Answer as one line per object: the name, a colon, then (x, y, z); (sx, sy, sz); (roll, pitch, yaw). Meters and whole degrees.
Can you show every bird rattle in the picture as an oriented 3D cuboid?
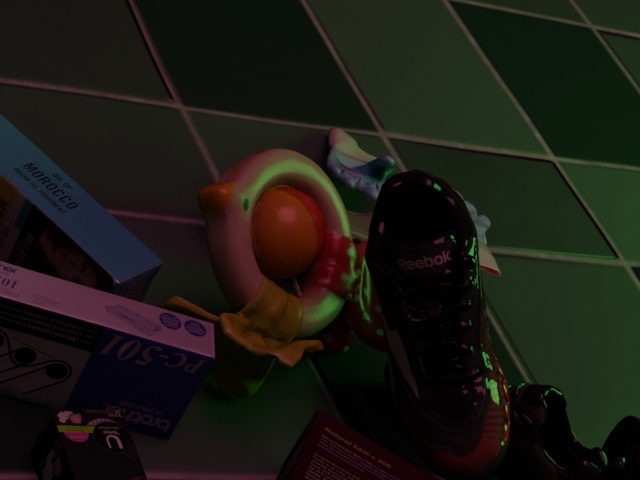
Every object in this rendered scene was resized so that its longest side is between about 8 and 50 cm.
bird rattle: (-0.016, 0.021, 1.563); (0.253, 0.143, 0.207); (-24, 103, -40)

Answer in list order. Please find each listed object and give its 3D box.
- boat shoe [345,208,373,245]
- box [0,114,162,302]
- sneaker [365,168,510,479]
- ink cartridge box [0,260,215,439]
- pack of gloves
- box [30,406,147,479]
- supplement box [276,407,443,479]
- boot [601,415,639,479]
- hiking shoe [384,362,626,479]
boat shoe: (0.000, 0.000, 1.729); (0.227, 0.069, 0.081); (17, 20, -20)
box: (-0.251, -0.015, 1.524); (0.244, 0.100, 0.060); (41, 35, 17)
sneaker: (0.093, 0.063, 1.504); (0.097, 0.135, 0.276); (-11, 69, 6)
ink cartridge box: (-0.197, 0.084, 1.432); (0.207, 0.097, 0.046); (18, 34, -19)
pack of gloves: (0.100, -0.058, 1.850); (0.195, 0.046, 0.232); (28, 14, -6)
box: (-0.173, 0.173, 1.371); (0.062, 0.052, 0.083); (5, 41, -32)
supplement box: (0.011, 0.247, 1.396); (0.130, 0.073, 0.239); (31, 33, -2)
boot: (0.379, 0.301, 1.563); (0.260, 0.131, 0.348); (23, 32, -11)
hiking shoe: (0.163, 0.153, 1.608); (0.227, 0.114, 0.086); (37, 32, 11)
